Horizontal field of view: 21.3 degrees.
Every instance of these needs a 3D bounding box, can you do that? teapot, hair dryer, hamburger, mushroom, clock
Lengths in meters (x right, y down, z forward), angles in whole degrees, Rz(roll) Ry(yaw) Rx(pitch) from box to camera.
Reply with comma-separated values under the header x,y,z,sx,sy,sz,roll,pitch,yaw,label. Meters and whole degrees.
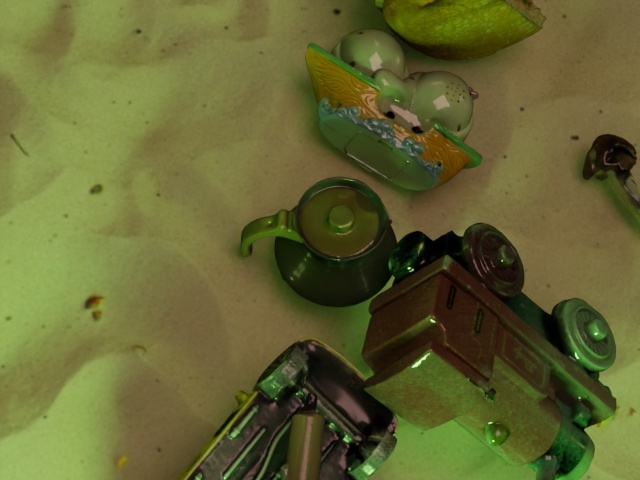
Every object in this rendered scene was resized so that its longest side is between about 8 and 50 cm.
x,y,z,sx,sy,sz,roll,pitch,yaw,label
0.000,0.000,1.772,0.166,0.119,0.130,3,63,-2,teapot
-0.023,0.224,1.551,0.117,0.064,0.181,15,63,-19,hair dryer
0.134,-0.288,1.891,0.283,0.157,0.144,14,61,-62,hamburger
0.372,-0.043,1.979,0.060,0.061,0.187,-42,100,-35,mushroom
0.082,-0.150,1.875,0.231,0.103,0.144,32,61,-9,clock

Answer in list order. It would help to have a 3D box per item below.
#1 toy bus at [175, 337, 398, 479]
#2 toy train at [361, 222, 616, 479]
x,y,z,sx,sy,sz,roll,pitch,yaw,label
-0.075,0.253,1.633,0.144,0.152,0.330,44,64,-6,toy bus
0.180,0.127,1.732,0.304,0.150,0.221,38,40,-21,toy train
